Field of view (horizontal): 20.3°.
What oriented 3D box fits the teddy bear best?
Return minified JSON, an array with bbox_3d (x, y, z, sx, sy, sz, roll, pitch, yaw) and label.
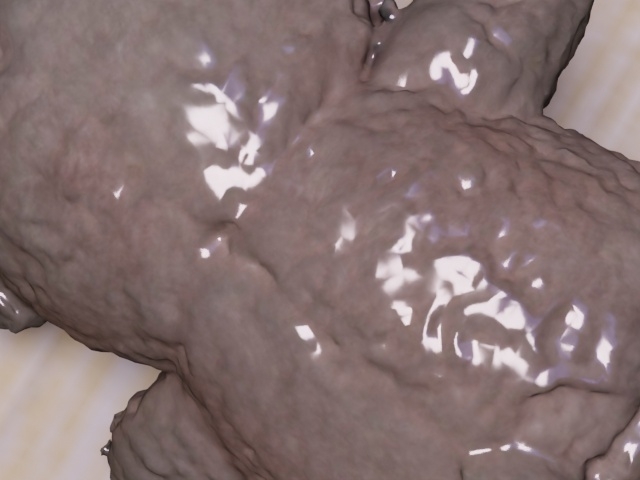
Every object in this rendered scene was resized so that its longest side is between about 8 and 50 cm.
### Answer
[{"bbox_3d":[0.001,0.001,0.570,0.267,0.151,0.236,36,105,18],"label":"teddy bear"}]
